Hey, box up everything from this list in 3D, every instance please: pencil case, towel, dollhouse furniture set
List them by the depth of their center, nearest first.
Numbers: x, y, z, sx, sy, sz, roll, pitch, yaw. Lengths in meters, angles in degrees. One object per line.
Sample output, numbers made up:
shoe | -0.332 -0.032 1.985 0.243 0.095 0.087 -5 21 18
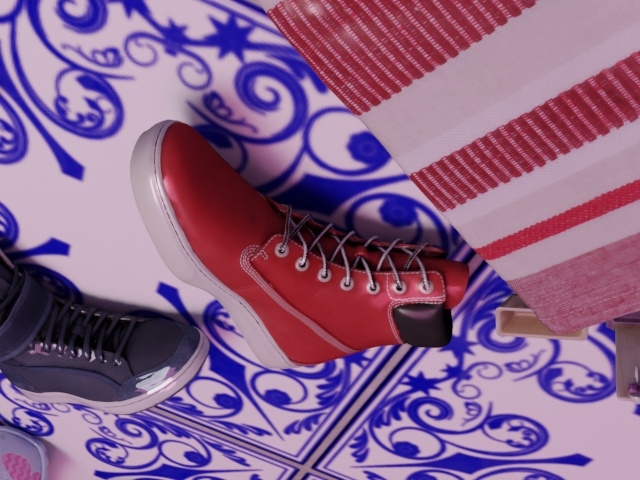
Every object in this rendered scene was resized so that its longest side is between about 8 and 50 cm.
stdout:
towel | 0.134 -0.091 0.420 0.237 0.037 0.329 -28 116 39
dollhouse furniture set | 0.183 0.091 0.562 0.114 0.081 0.091 2 134 16
pencil case | -0.424 0.326 0.960 0.114 0.124 0.273 58 134 16

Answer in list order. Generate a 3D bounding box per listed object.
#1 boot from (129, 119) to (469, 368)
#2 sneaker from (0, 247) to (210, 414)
boot | 0.000 0.000 0.529 0.176 0.088 0.244 -10 138 25
sneaker | -0.220 0.072 0.665 0.226 0.086 0.163 -8 134 26
